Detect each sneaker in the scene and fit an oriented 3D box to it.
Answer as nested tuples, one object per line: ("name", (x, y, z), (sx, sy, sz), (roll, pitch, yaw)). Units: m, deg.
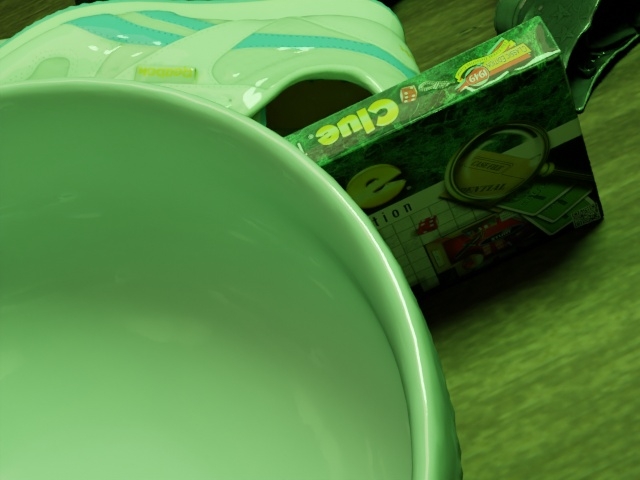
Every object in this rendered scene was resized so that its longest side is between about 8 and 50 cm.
("sneaker", (0.165, -0.144, 0.944), (0.170, 0.051, 0.089), (-43, 34, -18))
("sneaker", (-0.064, -0.061, 0.779), (0.228, 0.087, 0.092), (-11, 34, -4))

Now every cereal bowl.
("cereal bowl", (-0.104, 0.115, 0.611), (0.339, 0.141, 0.339), (-9, 60, 16))

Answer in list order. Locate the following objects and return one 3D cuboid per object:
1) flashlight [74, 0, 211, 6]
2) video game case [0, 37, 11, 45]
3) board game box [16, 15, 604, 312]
("flashlight", (-0.060, -0.218, 1.170), (0.304, 0.103, 0.103), (5, 44, 40))
("video game case", (-0.087, -0.050, 0.904), (0.269, 0.061, 0.244), (-10, 31, -7))
("board game box", (0.000, 0.000, 0.766), (0.259, 0.136, 0.030), (-25, 52, 3))
